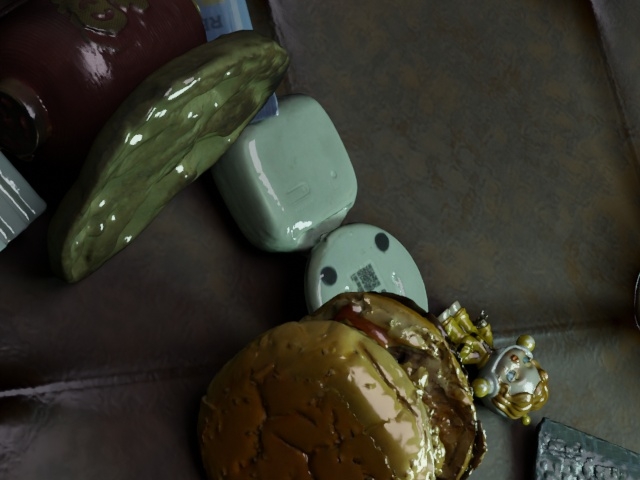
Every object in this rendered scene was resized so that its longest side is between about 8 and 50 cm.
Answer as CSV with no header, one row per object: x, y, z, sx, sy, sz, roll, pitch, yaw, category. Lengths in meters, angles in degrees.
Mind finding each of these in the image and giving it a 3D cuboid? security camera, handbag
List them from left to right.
0.000,0.000,1.990,0.157,0.080,0.301,-33,95,-44,security camera
0.295,0.326,2.083,0.175,0.088,0.270,13,63,-24,handbag

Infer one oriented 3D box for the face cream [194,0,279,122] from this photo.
-0.136,-0.284,1.995,0.086,0.135,0.385,45,33,-67,face cream

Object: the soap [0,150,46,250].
-0.352,-0.065,1.752,0.198,0.066,0.119,50,51,-9,soap

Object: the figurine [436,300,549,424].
0.177,0.131,2.084,0.143,0.068,0.101,29,51,-10,figurine

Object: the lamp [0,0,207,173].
-0.211,-0.169,1.839,0.180,0.180,0.258,54,47,-6,lamp

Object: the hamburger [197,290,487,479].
0.018,0.172,1.830,0.163,0.244,0.244,-17,82,-51,hamburger

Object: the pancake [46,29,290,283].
-0.142,-0.084,1.794,0.049,0.294,0.294,44,48,11,pancake
